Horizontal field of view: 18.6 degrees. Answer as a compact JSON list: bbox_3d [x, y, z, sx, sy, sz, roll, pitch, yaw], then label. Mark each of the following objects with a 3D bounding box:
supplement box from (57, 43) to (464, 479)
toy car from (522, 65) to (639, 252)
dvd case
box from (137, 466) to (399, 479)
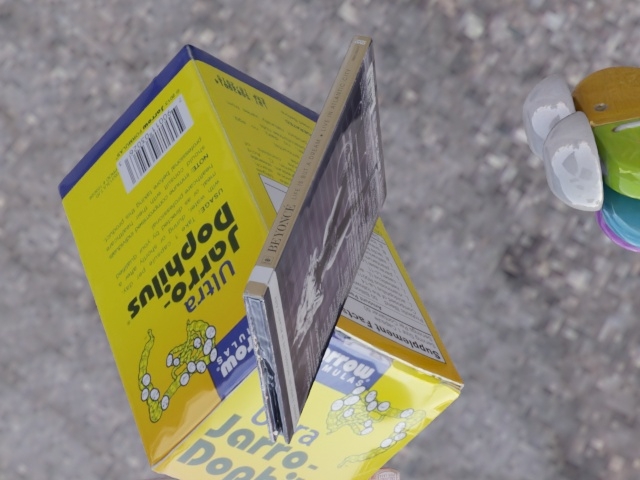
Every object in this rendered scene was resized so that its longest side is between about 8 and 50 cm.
[{"bbox_3d":[-0.061,0.036,1.690,0.194,0.356,0.195,27,117,-40],"label":"supplement box"},{"bbox_3d":[0.247,-0.058,1.504,0.159,0.182,0.136,-10,117,-2],"label":"toy car"},{"bbox_3d":[0.000,0.000,1.283,0.018,0.221,0.164,11,144,14],"label":"dvd case"},{"bbox_3d":[-0.083,0.292,1.847,0.300,0.142,0.154,-3,177,-21],"label":"box"}]
